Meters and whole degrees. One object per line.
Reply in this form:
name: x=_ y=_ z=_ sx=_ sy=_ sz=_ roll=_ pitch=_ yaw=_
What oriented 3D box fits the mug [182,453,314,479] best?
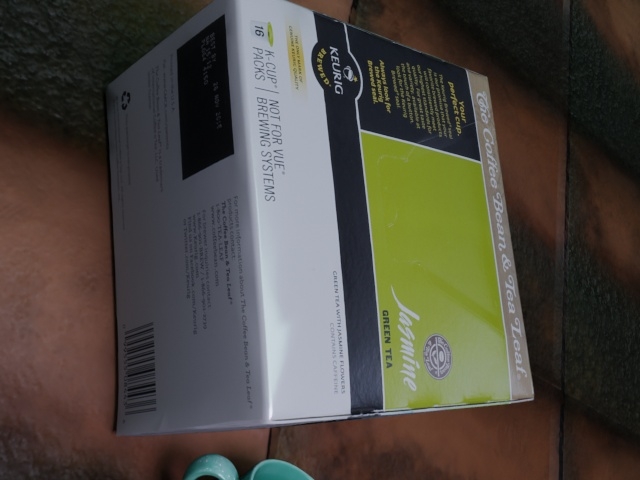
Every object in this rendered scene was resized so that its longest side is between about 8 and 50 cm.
mug: x=-0.052 y=0.257 z=0.660 sx=0.157 sy=0.097 sz=0.129 roll=52 pitch=17 yaw=22

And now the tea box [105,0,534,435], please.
tea box: x=0.000 y=0.000 z=0.716 sx=0.323 sy=0.220 sz=0.329 roll=8 pitch=72 yaw=-41
